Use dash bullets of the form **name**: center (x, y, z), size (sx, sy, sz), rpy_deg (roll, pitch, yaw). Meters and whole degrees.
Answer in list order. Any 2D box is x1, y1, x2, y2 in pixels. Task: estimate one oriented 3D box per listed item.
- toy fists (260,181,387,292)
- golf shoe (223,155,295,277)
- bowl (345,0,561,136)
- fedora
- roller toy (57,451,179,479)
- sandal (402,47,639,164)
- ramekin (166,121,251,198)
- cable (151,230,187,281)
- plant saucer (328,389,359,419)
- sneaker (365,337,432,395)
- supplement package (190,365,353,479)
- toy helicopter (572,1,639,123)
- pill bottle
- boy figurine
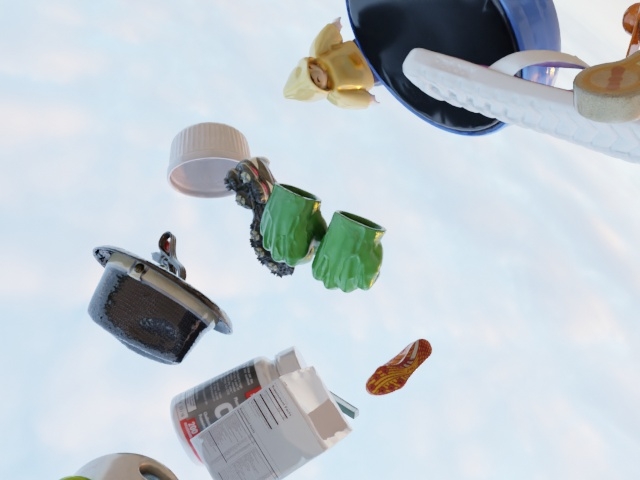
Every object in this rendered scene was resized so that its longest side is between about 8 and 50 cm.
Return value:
- **toy fists**: center (0.000, 0.000, 1.407), size (0.279, 0.142, 0.096), rpy_deg (27, -165, 29)
- **golf shoe**: center (-0.102, -0.054, 1.621), size (0.120, 0.105, 0.273), rpy_deg (-41, -64, -52)
- **bowl**: center (0.190, -0.334, 1.177), size (0.077, 0.391, 0.391), rpy_deg (-41, -101, -22)
- **fedora**: center (-0.350, 0.151, 1.523), size (0.334, 0.334, 0.152), rpy_deg (34, -108, -9)
- **roller toy**: center (-0.296, 0.421, 1.101), size (0.191, 0.209, 0.146), rpy_deg (3, -162, -4)
- **sandal**: center (0.296, -0.197, 0.958), size (0.416, 0.102, 0.169), rpy_deg (23, -176, 25)
- **ramekin**: center (-0.260, -0.192, 1.767), size (0.207, 0.207, 0.109), rpy_deg (13, -120, -38)
- **cable**: center (-0.430, 0.061, 2.212), size (0.072, 0.139, 0.287), rpy_deg (26, 179, -36)
- **plant saucer**: center (0.012, 0.384, 1.866), size (0.192, 0.018, 0.067), rpy_deg (31, -175, 15)
- **sneaker**: center (0.163, 0.272, 1.562), size (0.175, 0.067, 0.064), rpy_deg (-31, -101, -25)
- **supplement package**: center (-0.082, 0.351, 1.349), size (0.149, 0.203, 0.194), rpy_deg (56, -167, 13)
- **toy helicopter**: center (0.402, -0.221, 0.823), size (0.355, 0.140, 0.235), rpy_deg (-28, -140, -22)
- **pill bottle**: center (-0.153, 0.340, 1.556), size (0.161, 0.283, 0.161), rpy_deg (64, -179, -2)
- **boy figurine**: center (0.046, -0.323, 1.371), size (0.285, 0.092, 0.177), rpy_deg (-23, -86, -36)
